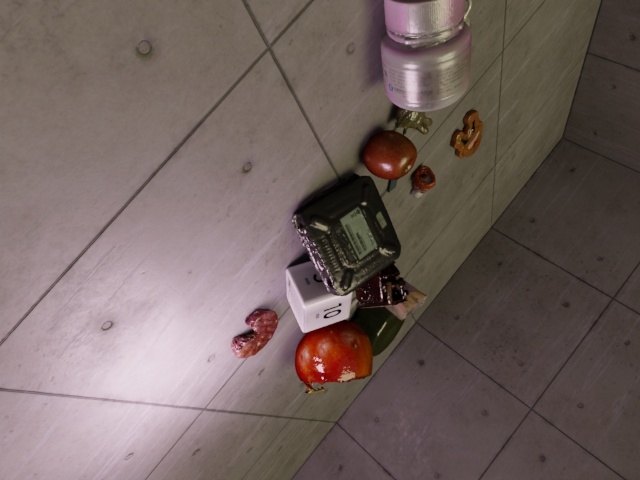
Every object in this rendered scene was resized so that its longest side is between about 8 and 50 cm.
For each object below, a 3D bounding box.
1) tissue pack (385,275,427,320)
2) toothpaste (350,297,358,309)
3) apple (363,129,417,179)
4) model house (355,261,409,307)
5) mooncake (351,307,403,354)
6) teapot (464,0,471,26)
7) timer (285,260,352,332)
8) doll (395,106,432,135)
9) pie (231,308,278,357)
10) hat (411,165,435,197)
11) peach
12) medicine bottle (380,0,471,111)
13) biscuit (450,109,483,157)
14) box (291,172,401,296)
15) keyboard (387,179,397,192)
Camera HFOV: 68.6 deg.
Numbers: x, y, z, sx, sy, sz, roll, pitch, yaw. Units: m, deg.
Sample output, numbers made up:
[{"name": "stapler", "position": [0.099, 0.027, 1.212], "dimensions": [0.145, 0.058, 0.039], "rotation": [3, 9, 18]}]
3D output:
[{"name": "tissue pack", "position": [0.399, 0.290, 2.486], "dimensions": [0.215, 0.257, 0.122], "rotation": [-29, 147, -38]}, {"name": "toothpaste", "position": [0.170, 0.326, 2.421], "dimensions": [0.190, 0.031, 0.048], "rotation": [-37, 146, -35]}, {"name": "apple", "position": [0.247, -0.300, 1.667], "dimensions": [0.181, 0.169, 0.180], "rotation": [-44, 156, -25]}, {"name": "model house", "position": [0.288, 0.157, 2.185], "dimensions": [0.317, 0.297, 0.282], "rotation": [-5, 82, -49]}, {"name": "mooncake", "position": [0.322, 0.461, 2.639], "dimensions": [0.356, 0.194, 0.356], "rotation": [-39, 148, -32]}, {"name": "teapot", "position": [0.448, -0.706, 1.586], "dimensions": [0.145, 0.092, 0.226], "rotation": [-33, 146, -38]}, {"name": "timer", "position": [-0.009, 0.199, 1.761], "dimensions": [0.195, 0.194, 0.192], "rotation": [-15, 140, -16]}, {"name": "doll", "position": [0.360, -0.463, 1.750], "dimensions": [0.286, 0.091, 0.202], "rotation": [-28, 155, -42]}, {"name": "pie", "position": [-0.247, 0.353, 1.784], "dimensions": [0.218, 0.054, 0.204], "rotation": [-53, 153, -5]}, {"name": "hat", "position": [0.463, -0.254, 2.148], "dimensions": [0.094, 0.112, 0.162], "rotation": [-18, 156, -7]}, {"name": "peach", "position": [0.062, 0.526, 2.183], "dimensions": [0.335, 0.309, 0.406], "rotation": [-27, 159, 39]}, {"name": "medicine bottle", "position": [0.299, -0.566, 1.343], "dimensions": [0.256, 0.256, 0.324], "rotation": [-43, 143, -20]}, {"name": "biscuit", "position": [0.734, -0.506, 2.310], "dimensions": [0.201, 0.047, 0.334], "rotation": [-57, 153, 6]}, {"name": "box", "position": [0.106, -0.023, 1.644], "dimensions": [0.350, 0.091, 0.358], "rotation": [-34, 106, -27]}, {"name": "keyboard", "position": [0.309, -0.279, 1.949], "dimensions": [0.055, 0.014, 0.176], "rotation": [-36, 148, -31]}]
